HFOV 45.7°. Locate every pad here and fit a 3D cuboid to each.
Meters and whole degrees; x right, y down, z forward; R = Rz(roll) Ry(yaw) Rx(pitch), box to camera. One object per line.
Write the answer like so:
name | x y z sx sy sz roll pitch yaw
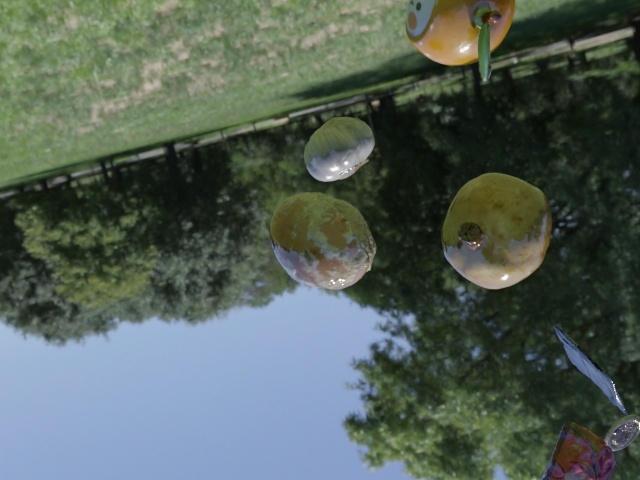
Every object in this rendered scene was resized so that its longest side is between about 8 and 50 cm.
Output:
pad | 0.685 0.326 1.929 0.022 0.174 0.233 -34 -146 1

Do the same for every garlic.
garlic | 0.046 -0.280 2.291 0.229 0.178 0.143 -38 175 15

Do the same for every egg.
egg | 0.000 0.000 1.540 0.233 0.194 0.195 23 -160 17

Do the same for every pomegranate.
pomegranate | 0.440 -0.023 1.899 0.308 0.307 0.307 -15 -173 2

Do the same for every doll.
doll | 0.280 -0.426 1.423 0.214 0.213 0.236 -17 -148 -15

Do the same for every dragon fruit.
dragon fruit | 0.567 0.515 1.696 0.189 0.261 0.162 -4 -132 5

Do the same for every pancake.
pancake | 0.866 0.549 2.172 0.140 0.139 0.022 -17 -142 -16
